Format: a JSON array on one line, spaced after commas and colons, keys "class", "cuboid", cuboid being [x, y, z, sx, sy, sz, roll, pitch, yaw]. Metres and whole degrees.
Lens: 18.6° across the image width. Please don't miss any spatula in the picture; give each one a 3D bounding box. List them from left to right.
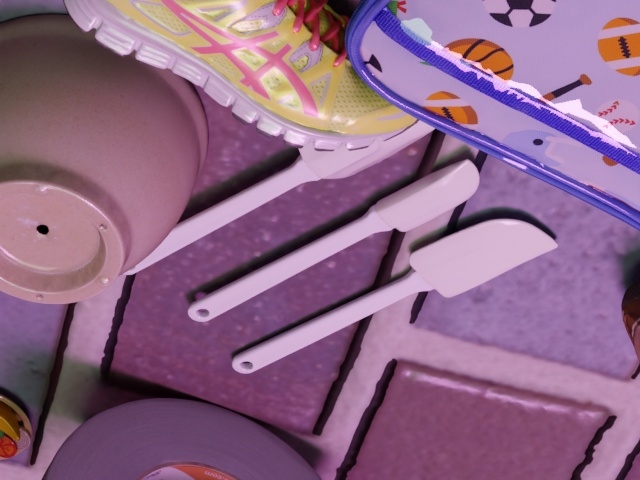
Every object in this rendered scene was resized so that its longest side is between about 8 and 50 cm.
[{"class": "spatula", "cuboid": [0.000, 0.000, 1.201, 0.242, 0.019, 0.168, -26, 131, 29]}]

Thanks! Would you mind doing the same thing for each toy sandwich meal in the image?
[{"class": "toy sandwich meal", "cuboid": [-0.241, 0.131, 1.348, 0.085, 0.029, 0.085, 4, 134, 4]}]

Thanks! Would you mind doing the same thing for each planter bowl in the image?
[{"class": "planter bowl", "cuboid": [-0.152, -0.033, 1.123, 0.162, 0.109, 0.162, 4, 135, 4]}]

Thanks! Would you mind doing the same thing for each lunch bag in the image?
[{"class": "lunch bag", "cuboid": [0.178, -0.111, 1.005, 0.303, 0.115, 0.243, 27, 133, -16]}]

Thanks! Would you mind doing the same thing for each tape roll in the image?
[{"class": "tape roll", "cuboid": [-0.088, 0.211, 1.273, 0.219, 0.219, 0.072, 22, 133, -13]}]

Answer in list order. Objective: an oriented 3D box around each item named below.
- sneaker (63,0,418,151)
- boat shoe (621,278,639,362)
[{"class": "sneaker", "cuboid": [-0.029, -0.120, 1.043, 0.208, 0.081, 0.094, 22, 130, -13]}, {"class": "boat shoe", "cuboid": [0.304, 0.139, 1.220, 0.122, 0.120, 0.324, -28, 125, 29]}]
